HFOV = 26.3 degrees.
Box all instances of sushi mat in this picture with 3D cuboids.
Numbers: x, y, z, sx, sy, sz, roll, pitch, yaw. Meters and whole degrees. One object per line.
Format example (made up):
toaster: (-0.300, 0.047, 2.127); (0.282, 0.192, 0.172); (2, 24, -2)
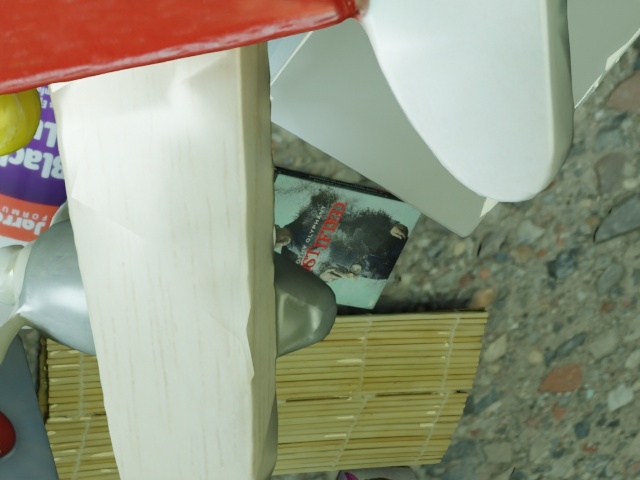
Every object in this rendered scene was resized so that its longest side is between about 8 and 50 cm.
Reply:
sushi mat: (-0.039, 0.110, 0.947); (0.317, 0.019, 0.151); (-1, 125, -22)

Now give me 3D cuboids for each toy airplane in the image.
toy airplane: (-0.084, -0.121, 0.504); (0.384, 0.272, 0.386); (37, 106, -11)

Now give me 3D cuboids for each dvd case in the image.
dvd case: (0.000, 0.000, 0.896); (0.119, 0.013, 0.087); (13, 117, -28)

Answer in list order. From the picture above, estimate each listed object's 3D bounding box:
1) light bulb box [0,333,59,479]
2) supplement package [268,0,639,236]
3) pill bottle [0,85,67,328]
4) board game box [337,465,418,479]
light bulb box: (-0.318, 0.205, 0.680); (0.358, 0.361, 0.225); (12, 115, -29)
supplement package: (0.044, -0.152, 0.690); (0.149, 0.203, 0.194); (29, 107, -35)
pill bottle: (-0.150, -0.053, 0.735); (0.108, 0.108, 0.193); (5, 120, -26)
board game box: (0.045, 0.385, 0.984); (0.066, 0.318, 0.318); (6, 119, -26)
